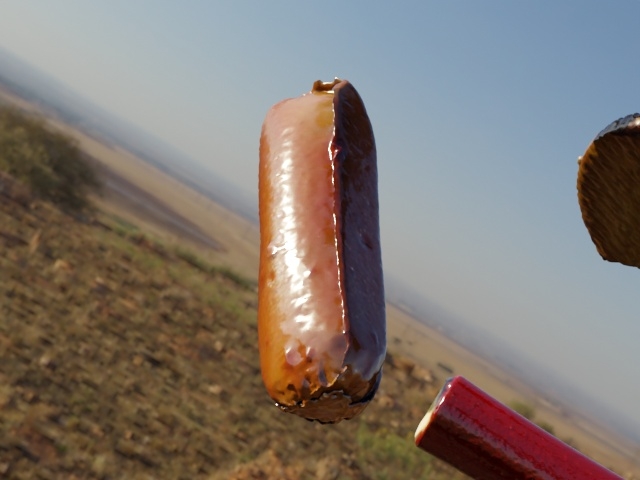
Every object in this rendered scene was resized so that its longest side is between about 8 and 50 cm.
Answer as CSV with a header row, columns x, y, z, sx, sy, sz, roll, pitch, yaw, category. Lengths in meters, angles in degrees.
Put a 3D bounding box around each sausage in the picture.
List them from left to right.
x,y,z,sx,sy,sz,roll,pitch,yaw,category
0.000,0.000,0.887,0.102,0.102,0.330,30,40,-30,sausage

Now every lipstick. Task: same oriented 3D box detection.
x,y,z,sx,sy,sz,roll,pitch,yaw,category
0.201,0.211,1.002,0.241,0.080,0.080,31,0,10,lipstick

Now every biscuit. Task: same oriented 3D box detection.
x,y,z,sx,sy,sz,roll,pitch,yaw,category
0.224,-0.025,0.675,0.126,0.025,0.206,58,-21,-21,biscuit
